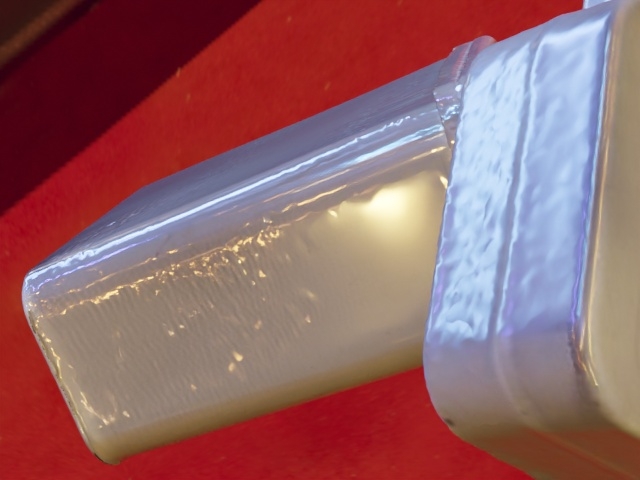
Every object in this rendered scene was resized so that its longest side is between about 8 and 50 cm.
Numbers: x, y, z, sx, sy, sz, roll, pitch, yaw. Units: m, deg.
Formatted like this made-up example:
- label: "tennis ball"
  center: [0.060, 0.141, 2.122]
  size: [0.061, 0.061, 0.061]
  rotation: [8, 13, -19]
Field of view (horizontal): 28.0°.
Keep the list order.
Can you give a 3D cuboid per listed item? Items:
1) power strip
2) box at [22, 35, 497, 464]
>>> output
- label: "power strip"
  center: [0.140, -0.013, 0.545]
  size: [0.229, 0.141, 0.261]
  rotation: [30, 60, -37]
- label: "box"
  center: [0.000, 0.000, 0.980]
  size: [0.343, 0.352, 0.177]
  rotation: [-22, 100, 13]
